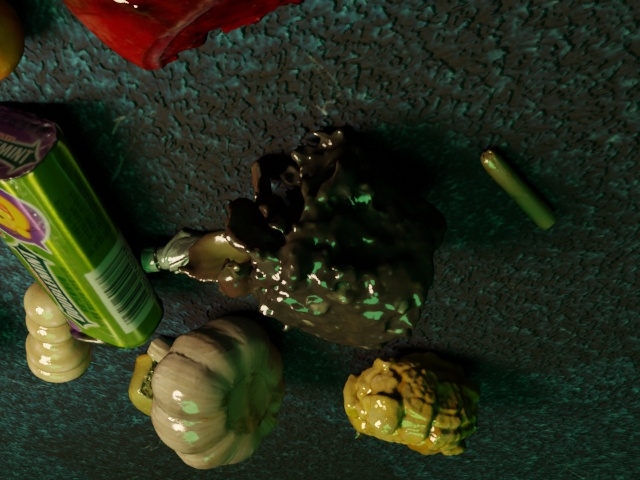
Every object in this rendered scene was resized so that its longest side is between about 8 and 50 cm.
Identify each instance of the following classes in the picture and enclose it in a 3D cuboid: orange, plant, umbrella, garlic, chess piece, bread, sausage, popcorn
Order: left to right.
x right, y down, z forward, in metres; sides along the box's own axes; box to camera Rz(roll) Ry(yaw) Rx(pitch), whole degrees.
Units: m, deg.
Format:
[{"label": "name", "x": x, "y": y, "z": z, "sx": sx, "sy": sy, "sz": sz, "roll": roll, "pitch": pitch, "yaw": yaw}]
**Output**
[{"label": "orange", "x": -0.301, "y": -0.178, "z": 0.709, "sx": 0.084, "sy": 0.083, "sz": 0.083, "roll": 5, "pitch": 145, "yaw": 3}, {"label": "chess piece", "x": -0.369, "y": 0.118, "z": 1.140, "sx": 0.094, "sy": 0.094, "sz": 0.170, "roll": 11, "pitch": 138, "yaw": -5}, {"label": "bread", "x": -0.232, "y": 0.238, "z": 1.281, "sx": 0.156, "sy": 0.086, "sz": 0.125, "roll": 28, "pitch": 147, "yaw": -22}, {"label": "garlic", "x": -0.169, "y": 0.200, "z": 1.157, "sx": 0.212, "sy": 0.218, "sz": 0.218, "roll": 19, "pitch": 157, "yaw": 39}, {"label": "umbrella", "x": -0.125, "y": 0.011, "z": 0.977, "sx": 0.188, "sy": 0.050, "sz": 0.046, "roll": -6, "pitch": 163, "yaw": 17}, {"label": "plant", "x": 0.000, "y": 0.000, "z": 0.826, "sx": 0.234, "sy": 0.178, "sz": 0.204, "roll": 26, "pitch": 153, "yaw": -8}, {"label": "popcorn", "x": 0.130, "y": 0.228, "z": 1.162, "sx": 0.194, "sy": 0.140, "sz": 0.163, "roll": 10, "pitch": 154, "yaw": 14}, {"label": "sausage", "x": 0.205, "y": -0.052, "z": 0.841, "sx": 0.024, "sy": 0.024, "sz": 0.132, "roll": -22, "pitch": 137, "yaw": 35}]

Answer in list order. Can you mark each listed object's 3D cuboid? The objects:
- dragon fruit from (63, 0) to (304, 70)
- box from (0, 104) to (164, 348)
[{"label": "dragon fruit", "x": -0.087, "y": -0.247, "z": 0.545, "sx": 0.344, "sy": 0.100, "sz": 0.282, "roll": -19, "pitch": 128, "yaw": 28}, {"label": "box", "x": -0.294, "y": 0.003, "z": 0.932, "sx": 0.134, "sy": 0.097, "sz": 0.345, "roll": 17, "pitch": 149, "yaw": 20}]
